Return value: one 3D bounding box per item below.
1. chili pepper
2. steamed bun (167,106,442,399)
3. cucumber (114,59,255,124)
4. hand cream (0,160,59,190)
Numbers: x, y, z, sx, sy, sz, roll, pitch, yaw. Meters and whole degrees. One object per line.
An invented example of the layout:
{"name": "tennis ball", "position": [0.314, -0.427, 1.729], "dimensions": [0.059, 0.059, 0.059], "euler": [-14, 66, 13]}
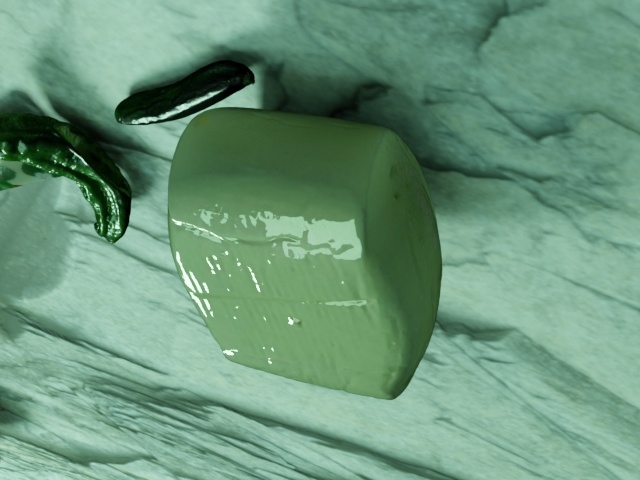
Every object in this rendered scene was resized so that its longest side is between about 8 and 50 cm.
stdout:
{"name": "chili pepper", "position": [-0.218, -0.060, 1.290], "dimensions": [0.073, 0.050, 0.182], "euler": [-29, 133, 14]}
{"name": "steamed bun", "position": [0.000, 0.000, 1.128], "dimensions": [0.200, 0.155, 0.250], "euler": [7, 140, 22]}
{"name": "cucumber", "position": [-0.108, -0.115, 1.145], "dimensions": [0.036, 0.033, 0.184], "euler": [14, 162, -39]}
{"name": "hand cream", "position": [-0.354, -0.068, 1.383], "dimensions": [0.276, 0.059, 0.095], "euler": [-11, 141, 39]}
